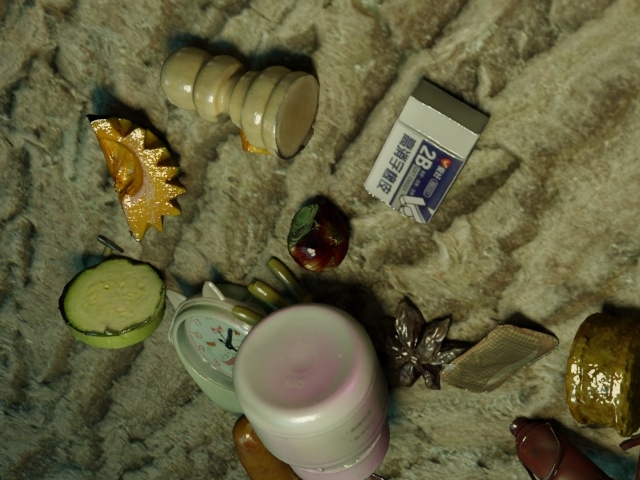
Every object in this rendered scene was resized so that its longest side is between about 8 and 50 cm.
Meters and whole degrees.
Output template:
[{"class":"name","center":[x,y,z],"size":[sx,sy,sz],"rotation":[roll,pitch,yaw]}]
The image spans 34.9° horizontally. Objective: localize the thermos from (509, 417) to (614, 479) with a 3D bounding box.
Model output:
[{"class":"thermos","center":[0.428,0.399,1.831],"size":[0.232,0.124,0.099],"rotation":[44,113,46]}]

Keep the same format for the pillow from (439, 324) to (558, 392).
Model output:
[{"class":"pillow","center":[0.309,0.210,1.784],"size":[0.135,0.034,0.211],"rotation":[15,140,-24]}]

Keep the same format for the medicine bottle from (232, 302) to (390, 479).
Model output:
[{"class":"medicine bottle","center":[-0.002,0.291,1.844],"size":[0.256,0.256,0.325],"rotation":[13,150,23]}]

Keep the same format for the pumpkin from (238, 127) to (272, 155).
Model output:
[{"class":"pumpkin","center":[-0.099,-0.173,1.730],"size":[0.101,0.035,0.073],"rotation":[9,134,24]}]

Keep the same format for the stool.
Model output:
[{"class":"stool","center":[-0.087,0.115,1.924],"size":[0.110,0.135,0.134],"rotation":[37,172,-6]}]

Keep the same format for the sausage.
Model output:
[{"class":"sausage","center":[-0.124,0.496,2.308],"size":[0.109,0.109,0.270],"rotation":[-1,128,33]}]

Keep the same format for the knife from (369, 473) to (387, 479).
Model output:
[{"class":"knife","center":[0.199,0.563,2.223],"size":[0.247,0.018,0.035],"rotation":[27,141,13]}]

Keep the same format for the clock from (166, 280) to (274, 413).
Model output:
[{"class":"clock","center":[-0.173,0.205,2.067],"size":[0.265,0.108,0.324],"rotation":[-12,120,41]}]

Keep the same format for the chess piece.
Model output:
[{"class":"chess piece","center":[-0.143,-0.233,1.638],"size":[0.261,0.143,0.142],"rotation":[21,136,21]}]

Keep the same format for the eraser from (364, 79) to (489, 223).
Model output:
[{"class":"eraser","center":[0.161,-0.133,1.573],"size":[0.124,0.068,0.210],"rotation":[33,138,7]}]

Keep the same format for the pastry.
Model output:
[{"class":"pastry","center":[0.461,0.211,1.608],"size":[0.103,0.188,0.188],"rotation":[8,131,34]}]

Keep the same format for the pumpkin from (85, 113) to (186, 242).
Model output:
[{"class":"pumpkin","center":[-0.332,-0.146,1.878],"size":[0.130,0.149,0.254],"rotation":[-20,119,-5]}]

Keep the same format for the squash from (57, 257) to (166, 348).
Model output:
[{"class":"squash","center":[-0.419,0.151,2.092],"size":[0.220,0.220,0.133],"rotation":[14,132,22]}]

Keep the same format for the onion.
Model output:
[{"class":"onion","center":[0.000,0.000,1.765],"size":[0.119,0.117,0.118],"rotation":[25,162,9]}]

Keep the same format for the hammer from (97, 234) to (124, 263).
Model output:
[{"class":"hammer","center":[-0.464,0.066,2.199],"size":[0.062,0.013,0.199],"rotation":[30,138,5]}]

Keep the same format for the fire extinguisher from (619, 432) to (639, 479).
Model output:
[{"class":"fire extinguisher","center":[0.577,0.408,1.749],"size":[0.147,0.106,0.337],"rotation":[-14,129,-7]}]

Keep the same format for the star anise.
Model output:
[{"class":"star anise","center":[0.163,0.195,1.867],"size":[0.197,0.073,0.212],"rotation":[32,136,0]}]
